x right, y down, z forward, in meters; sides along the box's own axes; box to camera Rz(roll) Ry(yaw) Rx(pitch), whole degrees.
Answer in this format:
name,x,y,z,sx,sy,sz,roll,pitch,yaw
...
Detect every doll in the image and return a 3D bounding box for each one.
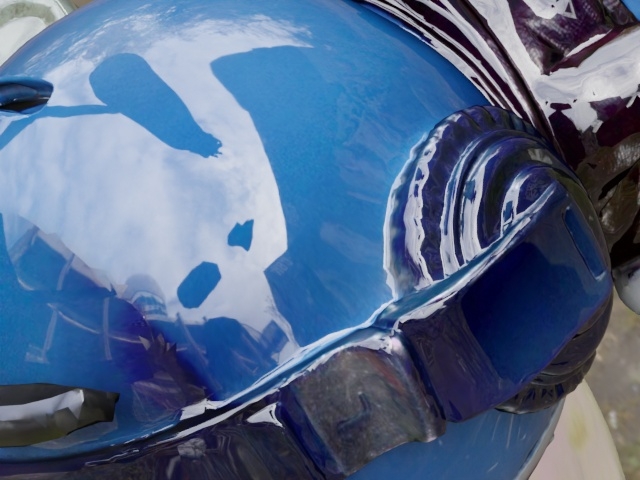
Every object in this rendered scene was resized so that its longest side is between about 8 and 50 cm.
name,x,y,z,sx,sy,sz,roll,pitch,yaw
doll,0.000,0.000,0.533,0.310,0.240,0.284,-44,25,-28

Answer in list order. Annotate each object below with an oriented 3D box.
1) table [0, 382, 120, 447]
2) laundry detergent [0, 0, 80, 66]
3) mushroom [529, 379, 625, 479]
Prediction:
name,x,y,z,sx,sy,sz,roll,pitch,yaw
table,-0.219,-0.001,0.427,0.249,0.317,0.317,-19,44,45
laundry detergent,-0.155,-0.086,0.863,0.099,0.070,0.225,-55,-6,0
mushroom,0.048,0.203,0.859,0.353,0.325,0.353,-49,31,43
